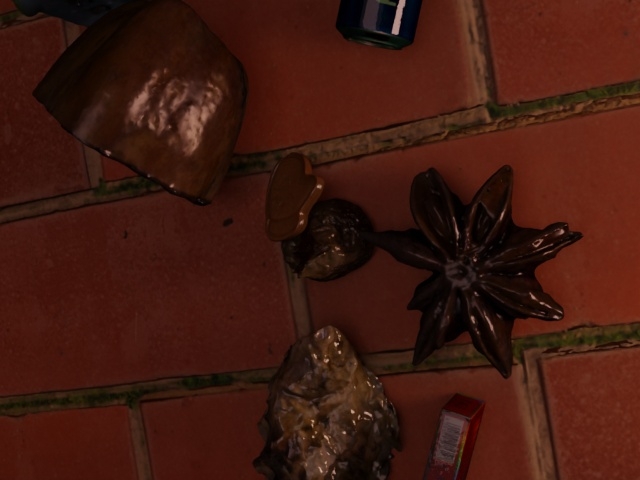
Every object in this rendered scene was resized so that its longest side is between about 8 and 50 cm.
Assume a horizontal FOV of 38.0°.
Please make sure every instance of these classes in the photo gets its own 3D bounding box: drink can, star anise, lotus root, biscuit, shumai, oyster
[{"bbox_3d":[0.094,-0.379,1.315,0.118,0.118,0.205,14,100,20],"label":"drink can"},{"bbox_3d":[0.202,0.045,1.308,0.315,0.108,0.316,3,98,22],"label":"star anise"},{"bbox_3d":[-0.243,-0.215,1.406,0.316,0.316,0.250,31,85,17],"label":"lotus root"},{"bbox_3d":[-0.042,-0.070,1.400,0.118,0.023,0.140,-23,58,42],"label":"biscuit"},{"bbox_3d":[0.010,-0.001,1.391,0.139,0.105,0.123,-10,86,-4],"label":"shumai"},{"bbox_3d":[0.001,0.298,1.394,0.237,0.114,0.352,6,96,21],"label":"oyster"}]

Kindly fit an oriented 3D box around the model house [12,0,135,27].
[{"bbox_3d":[-0.392,-0.478,1.409,0.215,0.303,0.237,-15,88,28],"label":"model house"}]

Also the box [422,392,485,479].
[{"bbox_3d":[0.185,0.316,1.326,0.048,0.112,0.175,16,100,19],"label":"box"}]
